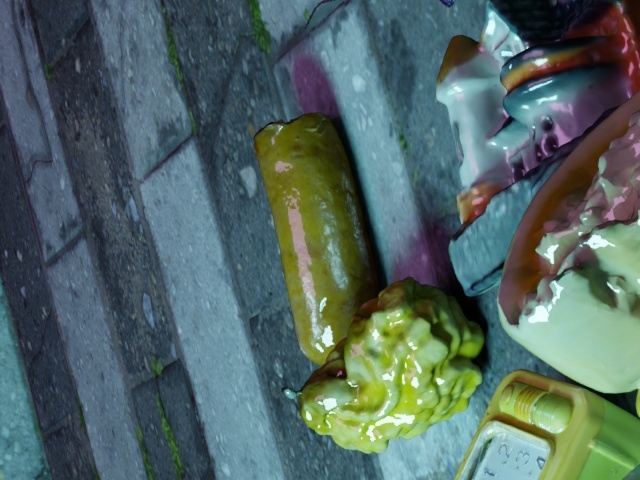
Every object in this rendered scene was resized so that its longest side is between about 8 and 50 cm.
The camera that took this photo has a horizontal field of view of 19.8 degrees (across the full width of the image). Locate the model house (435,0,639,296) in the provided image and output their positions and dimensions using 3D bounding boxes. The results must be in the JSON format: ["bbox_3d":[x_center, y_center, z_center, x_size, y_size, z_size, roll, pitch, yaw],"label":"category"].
[{"bbox_3d":[0.186,-0.133,1.400,0.271,0.190,0.300,138,121,-68],"label":"model house"}]

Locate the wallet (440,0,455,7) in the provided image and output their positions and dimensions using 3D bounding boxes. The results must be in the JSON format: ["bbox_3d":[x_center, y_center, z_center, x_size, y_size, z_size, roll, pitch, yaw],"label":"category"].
[{"bbox_3d":[0.123,-0.298,1.640,0.111,0.030,0.166,69,152,21],"label":"wallet"}]

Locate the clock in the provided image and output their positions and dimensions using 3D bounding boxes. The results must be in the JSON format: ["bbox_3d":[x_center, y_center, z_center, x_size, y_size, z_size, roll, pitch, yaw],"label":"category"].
[{"bbox_3d":[0.181,0.221,1.563,0.143,0.096,0.202,16,80,59],"label":"clock"}]

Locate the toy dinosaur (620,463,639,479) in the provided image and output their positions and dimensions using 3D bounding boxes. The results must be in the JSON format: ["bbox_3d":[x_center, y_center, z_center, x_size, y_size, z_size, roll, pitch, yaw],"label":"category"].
[{"bbox_3d":[0.292,0.223,1.318,0.205,0.092,0.393,50,123,14],"label":"toy dinosaur"}]

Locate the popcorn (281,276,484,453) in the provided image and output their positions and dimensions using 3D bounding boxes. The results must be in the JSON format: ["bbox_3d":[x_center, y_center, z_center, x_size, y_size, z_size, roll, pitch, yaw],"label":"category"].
[{"bbox_3d":[0.078,0.128,1.796,0.140,0.163,0.194,47,112,17],"label":"popcorn"}]

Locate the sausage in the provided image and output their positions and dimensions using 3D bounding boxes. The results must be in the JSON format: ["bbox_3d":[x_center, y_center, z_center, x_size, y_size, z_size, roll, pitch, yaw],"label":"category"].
[{"bbox_3d":[0.002,0.000,1.935,0.109,0.109,0.270,-20,82,64],"label":"sausage"}]

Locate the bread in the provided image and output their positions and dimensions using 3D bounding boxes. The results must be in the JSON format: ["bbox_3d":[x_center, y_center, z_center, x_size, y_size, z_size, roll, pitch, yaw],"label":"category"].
[{"bbox_3d":[0.297,-0.027,1.044,0.424,0.329,0.245,-34,88,39],"label":"bread"}]
